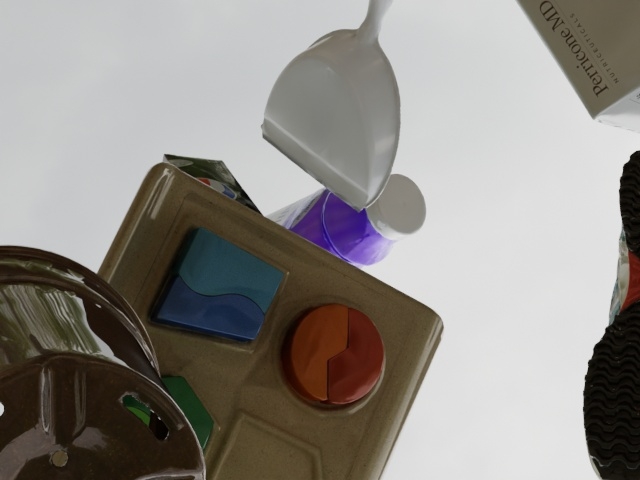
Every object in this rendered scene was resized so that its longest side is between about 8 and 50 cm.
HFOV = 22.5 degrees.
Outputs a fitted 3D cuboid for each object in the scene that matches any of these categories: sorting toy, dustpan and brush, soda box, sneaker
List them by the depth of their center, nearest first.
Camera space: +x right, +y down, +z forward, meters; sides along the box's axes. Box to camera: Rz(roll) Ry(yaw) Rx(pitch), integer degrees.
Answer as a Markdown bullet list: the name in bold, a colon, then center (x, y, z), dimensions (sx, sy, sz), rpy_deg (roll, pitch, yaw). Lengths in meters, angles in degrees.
- **sneaker**: center (0.151, 0.041, 0.693), dimensions (0.057, 0.075, 0.161), rpy_deg (1, -118, 22)
- **sorting toy**: center (-0.065, 0.135, 0.958), dimensions (0.041, 0.229, 0.307), rpy_deg (-11, -128, 64)
- **soda box**: center (-0.086, -0.013, 1.276), dimensions (0.053, 0.060, 0.169), rpy_deg (5, -159, -22)
- **dustpan and brush**: center (0.028, -0.151, 1.407), dimensions (0.060, 0.211, 0.147), rpy_deg (-25, -129, -38)

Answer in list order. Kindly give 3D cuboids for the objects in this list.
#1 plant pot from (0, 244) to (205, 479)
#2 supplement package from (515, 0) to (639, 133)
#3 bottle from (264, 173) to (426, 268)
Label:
- **plant pot**: center (-0.133, 0.098, 0.734), dimensions (0.167, 0.167, 0.165), rpy_deg (-27, -162, -14)
- **supplement package**: center (0.195, -0.214, 1.051), dimensions (0.145, 0.204, 0.262), rpy_deg (-37, -107, 21)
- **bottle**: center (0.000, 0.000, 1.735), dimensions (0.283, 0.092, 0.118), rpy_deg (-24, -156, 50)
